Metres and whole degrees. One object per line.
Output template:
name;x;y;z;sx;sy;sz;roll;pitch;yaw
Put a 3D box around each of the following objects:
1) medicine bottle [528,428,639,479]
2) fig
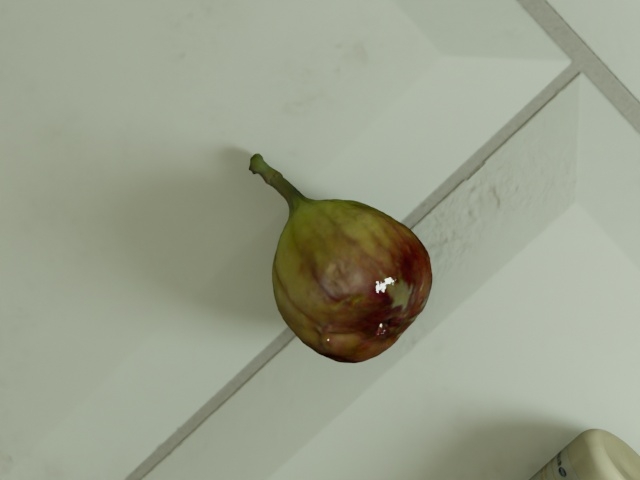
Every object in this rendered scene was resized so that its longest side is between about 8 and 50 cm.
medicine bottle;0.212;0.299;1.902;0.114;0.114;0.252;46;110;4
fig;-0.004;0.013;1.897;0.230;0.143;0.160;35;144;7
